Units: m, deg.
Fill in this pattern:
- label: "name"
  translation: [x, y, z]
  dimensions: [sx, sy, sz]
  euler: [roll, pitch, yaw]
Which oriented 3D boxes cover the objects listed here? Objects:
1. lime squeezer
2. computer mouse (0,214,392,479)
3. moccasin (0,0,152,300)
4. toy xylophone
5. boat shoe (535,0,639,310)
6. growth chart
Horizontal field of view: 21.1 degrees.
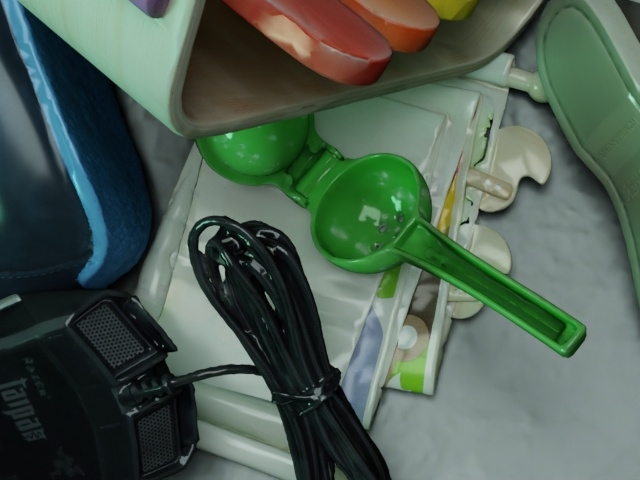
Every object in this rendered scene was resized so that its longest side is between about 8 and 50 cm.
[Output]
- label: "lime squeezer"
  translation: [-0.015, -0.036, 0.740]
  dimensions: [0.310, 0.110, 0.059]
  euler: [39, 102, 16]
- label: "computer mouse"
  translation: [-0.091, 0.096, 0.760]
  dimensions: [0.262, 0.060, 0.184]
  euler: [-21, 107, 21]
- label: "moccasin"
  translation: [-0.189, -0.128, 0.787]
  dimensions: [0.117, 0.138, 0.342]
  euler: [-23, 75, 13]
- label: "toy xylophone"
  translation: [-0.033, -0.138, 0.712]
  dimensions: [0.236, 0.322, 0.081]
  euler: [36, 120, 14]
- label: "boat shoe"
  translation: [0.171, -0.012, 0.747]
  dimensions: [0.068, 0.081, 0.228]
  euler: [-15, 77, -27]
- label: "growth chart"
  translation: [0.000, 0.000, 0.794]
  dimensions: [0.172, 0.021, 0.237]
  euler: [25, 81, 11]
